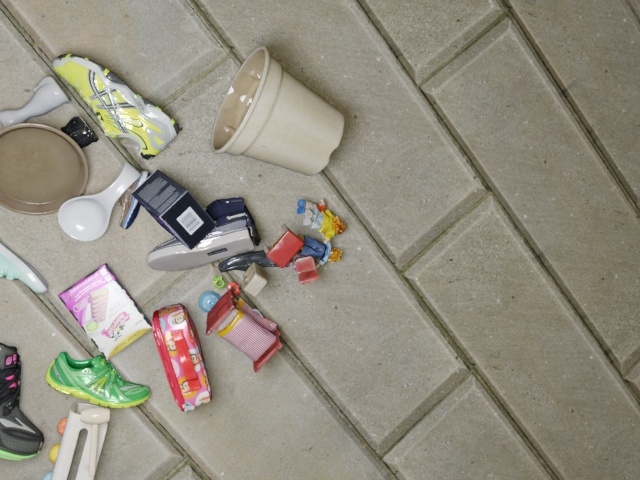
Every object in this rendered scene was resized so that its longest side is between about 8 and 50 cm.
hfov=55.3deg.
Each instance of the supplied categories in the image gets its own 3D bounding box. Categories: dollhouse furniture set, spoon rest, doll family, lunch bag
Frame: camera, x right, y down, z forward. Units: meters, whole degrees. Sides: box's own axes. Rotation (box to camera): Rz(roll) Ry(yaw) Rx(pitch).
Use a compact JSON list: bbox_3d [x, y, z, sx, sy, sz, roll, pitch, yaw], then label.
[{"bbox_3d":[-0.144,0.167,1.781,0.201,0.152,0.374,39,97,-18],"label":"dollhouse furniture set"},{"bbox_3d":[-0.627,-0.104,1.728,0.276,0.084,0.137,-42,113,12],"label":"spoon rest"},{"bbox_3d":[0.000,0.000,1.905,0.163,0.118,0.263,18,86,-40],"label":"doll family"},{"bbox_3d":[-0.392,0.333,1.747,0.120,0.258,0.293,-17,95,-14],"label":"lunch bag"}]

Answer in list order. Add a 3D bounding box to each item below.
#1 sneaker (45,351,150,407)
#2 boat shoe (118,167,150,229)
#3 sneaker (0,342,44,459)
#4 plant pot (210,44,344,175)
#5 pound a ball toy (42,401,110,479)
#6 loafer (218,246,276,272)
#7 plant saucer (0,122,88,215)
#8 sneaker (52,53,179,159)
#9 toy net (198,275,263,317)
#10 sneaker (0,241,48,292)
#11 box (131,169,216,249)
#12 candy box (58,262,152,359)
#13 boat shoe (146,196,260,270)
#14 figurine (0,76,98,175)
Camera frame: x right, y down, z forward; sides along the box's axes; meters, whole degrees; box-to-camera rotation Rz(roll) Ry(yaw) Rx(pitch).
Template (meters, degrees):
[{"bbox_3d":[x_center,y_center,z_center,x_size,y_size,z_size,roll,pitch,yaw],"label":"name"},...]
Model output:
[{"bbox_3d":[-0.631,0.400,1.761,0.295,0.109,0.123,20,90,-14],"label":"sneaker"},{"bbox_3d":[-0.562,-0.124,1.798,0.066,0.066,0.183,19,83,-3],"label":"boat shoe"},{"bbox_3d":[-0.896,0.386,1.652,0.202,0.185,0.483,-33,100,-8],"label":"sneaker"},{"bbox_3d":[-0.113,-0.346,1.802,0.305,0.334,0.334,24,85,-26],"label":"plant pot"},{"bbox_3d":[-0.683,0.590,1.700,0.136,0.208,0.319,15,88,-15],"label":"pound a ball toy"},{"bbox_3d":[-0.203,0.072,1.887,0.223,0.076,0.078,-12,87,-18],"label":"loafer"},{"bbox_3d":[-0.787,-0.198,1.684,0.278,0.041,0.278,-11,126,-16],"label":"plant saucer"},{"bbox_3d":[-0.596,-0.381,1.737,0.385,0.145,0.147,35,82,-12],"label":"sneaker"},{"bbox_3d":[-0.257,0.207,1.894,0.232,0.045,0.122,32,81,-15],"label":"toy net"},{"bbox_3d":[-0.892,0.098,1.690,0.256,0.094,0.151,39,76,-3],"label":"sneaker"},{"bbox_3d":[-0.417,-0.089,1.735,0.108,0.207,0.153,-46,132,-13],"label":"box"},{"bbox_3d":[-0.622,0.205,1.779,0.159,0.071,0.233,-36,100,-12],"label":"candy box"},{"bbox_3d":[-0.357,-0.021,1.837,0.340,0.127,0.158,-13,63,-2],"label":"boat shoe"},{"bbox_3d":[-0.780,-0.318,1.722,0.209,0.092,0.215,-35,99,-8],"label":"figurine"}]
